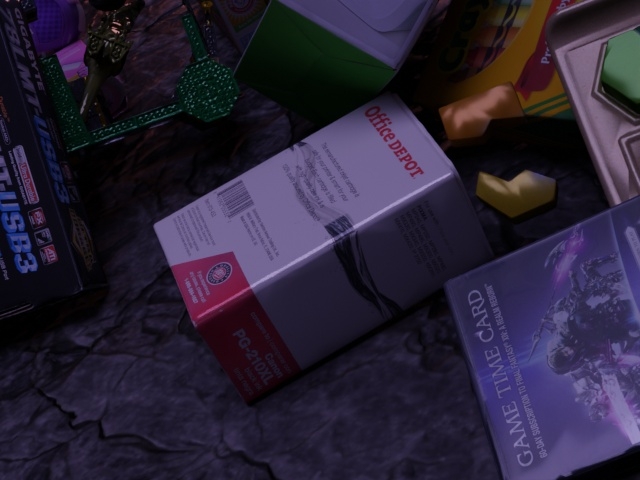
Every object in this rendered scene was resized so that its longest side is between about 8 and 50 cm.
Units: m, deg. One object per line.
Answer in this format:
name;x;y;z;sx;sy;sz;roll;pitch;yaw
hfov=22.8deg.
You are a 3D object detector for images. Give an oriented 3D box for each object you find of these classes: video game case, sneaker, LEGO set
video game case;0.230;0.051;1.081;0.274;0.026;0.196;-26;47;14
sneaker;-0.370;-0.207;1.819;0.236;0.095;0.104;-33;7;28
LEGO set;-0.232;-0.213;1.622;0.255;0.331;0.192;-30;1;-10

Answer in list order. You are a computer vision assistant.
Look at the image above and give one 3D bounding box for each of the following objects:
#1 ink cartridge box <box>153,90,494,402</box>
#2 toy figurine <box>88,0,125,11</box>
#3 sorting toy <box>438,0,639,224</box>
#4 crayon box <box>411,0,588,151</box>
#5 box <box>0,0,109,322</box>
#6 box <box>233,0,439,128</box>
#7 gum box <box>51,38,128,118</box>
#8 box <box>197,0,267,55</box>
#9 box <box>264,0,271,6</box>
ink cartridge box;0.000;0.000;1.307;0.237;0.100;0.172;-30;33;0
toy figurine;-0.366;-0.313;1.974;0.213;0.148;0.209;-46;31;-20
sorting toy;0.253;-0.090;1.176;0.307;0.041;0.229;-21;69;9
crayon box;0.210;-0.181;1.349;0.318;0.081;0.202;11;75;46
box;-0.381;-0.049;1.503;0.293;0.295;0.073;-19;-2;14
box;0.045;-0.241;1.417;0.231;0.127;0.262;-62;5;-12
gum box;-0.311;-0.143;1.765;0.188;0.062;0.107;-33;33;-7
box;-0.088;-0.303;1.778;0.114;0.103;0.203;-31;33;-4
box;-0.020;-0.280;1.666;0.094;0.137;0.027;-33;34;-8
